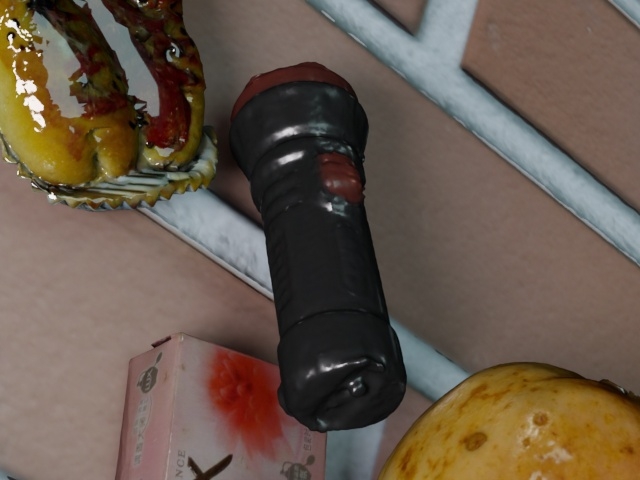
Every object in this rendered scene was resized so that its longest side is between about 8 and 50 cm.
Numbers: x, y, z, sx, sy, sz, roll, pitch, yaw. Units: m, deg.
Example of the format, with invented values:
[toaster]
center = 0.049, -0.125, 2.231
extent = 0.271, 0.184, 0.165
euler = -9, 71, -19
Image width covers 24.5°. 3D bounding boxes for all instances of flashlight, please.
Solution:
[flashlight]
center = 0.000, 0.000, 0.850
extent = 0.093, 0.093, 0.232
euler = 23, 37, -32

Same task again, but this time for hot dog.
[hot dog]
center = -0.143, -0.141, 0.838
extent = 0.162, 0.082, 0.270
euler = -15, 82, -42

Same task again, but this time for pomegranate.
[pomegranate]
center = 0.140, 0.170, 0.849
extent = 0.215, 0.215, 0.215
euler = 18, 60, -34

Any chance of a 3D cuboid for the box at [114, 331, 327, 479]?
[box]
center = -0.055, 0.135, 0.804
extent = 0.111, 0.060, 0.156
euler = 20, 58, -32
